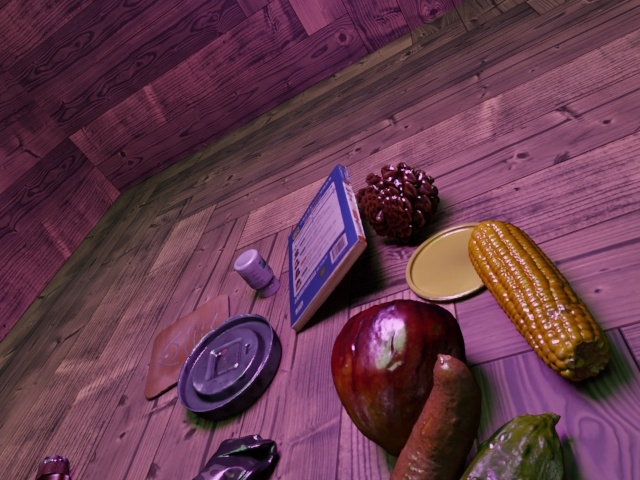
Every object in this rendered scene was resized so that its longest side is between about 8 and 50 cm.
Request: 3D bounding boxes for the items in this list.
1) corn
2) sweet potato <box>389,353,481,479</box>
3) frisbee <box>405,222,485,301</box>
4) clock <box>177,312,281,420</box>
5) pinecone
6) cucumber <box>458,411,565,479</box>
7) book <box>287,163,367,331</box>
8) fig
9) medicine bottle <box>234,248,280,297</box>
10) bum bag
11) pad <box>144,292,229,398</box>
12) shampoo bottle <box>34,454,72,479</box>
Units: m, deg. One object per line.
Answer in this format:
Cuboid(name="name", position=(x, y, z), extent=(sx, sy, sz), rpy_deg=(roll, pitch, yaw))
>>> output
Cuboid(name="corn", position=(0.357, 0.084, 0.840), extent=(0.120, 0.120, 0.363), rpy_deg=(-29, 34, 12))
Cuboid(name="sweet potato", position=(0.146, 0.326, 0.684), extent=(0.092, 0.114, 0.342), rpy_deg=(22, 92, 42))
Cuboid(name="frisbee", position=(0.296, 0.045, 1.069), extent=(0.236, 0.017, 0.236), rpy_deg=(-27, 29, 16))
Cuboid(name="clock", position=(-0.219, 0.300, 1.182), extent=(0.280, 0.055, 0.281), rpy_deg=(-24, 33, 17))
Cuboid(name="pinecone", position=(0.201, -0.102, 1.216), extent=(0.207, 0.208, 0.208), rpy_deg=(-26, 30, 16))
Cuboid(name="cucumber", position=(0.247, 0.312, 0.625), extent=(0.134, 0.134, 0.244), rpy_deg=(4, 39, 49))
Cuboid(name="book", position=(0.000, 0.000, 1.298), extent=(0.300, 0.039, 0.428), rpy_deg=(-55, 21, 25))
Cuboid(name="fig", position=(0.130, 0.206, 0.813), extent=(0.224, 0.224, 0.263), rpy_deg=(-14, 35, 33))
Cuboid(name="medicine bottle", position=(-0.177, 0.095, 1.379), extent=(0.080, 0.130, 0.080), rpy_deg=(-27, 31, 17))
Cuboid(name="bum bag", position=(-0.211, 0.476, 0.865), extent=(0.144, 0.095, 0.340), rpy_deg=(-14, 21, 40))
Cuboid(name="pad", position=(-0.382, 0.297, 1.413), extent=(0.284, 0.018, 0.286), rpy_deg=(-32, 28, 6))
Cuboid(name="shampoo bottle", position=(-0.639, 0.638, 1.112), extent=(0.129, 0.084, 0.323), rpy_deg=(-33, 28, 0))
